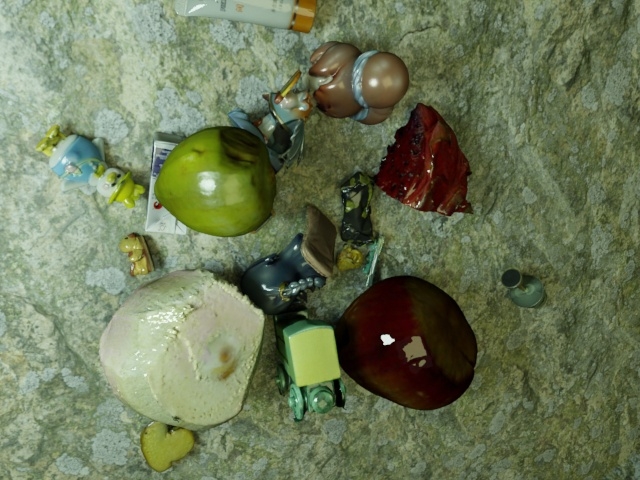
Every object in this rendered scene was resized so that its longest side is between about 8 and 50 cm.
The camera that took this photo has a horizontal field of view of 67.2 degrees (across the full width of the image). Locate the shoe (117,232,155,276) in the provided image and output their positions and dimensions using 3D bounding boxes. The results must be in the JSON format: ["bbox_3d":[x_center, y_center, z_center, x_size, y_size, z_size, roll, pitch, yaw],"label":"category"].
[{"bbox_3d":[-0.471,0.039,1.238,0.069,0.072,0.109,-24,117,-15],"label":"shoe"}]

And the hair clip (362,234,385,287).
[{"bbox_3d":[0.162,0.062,1.492,0.049,0.049,0.172,10,102,-23],"label":"hair clip"}]

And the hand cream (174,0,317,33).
[{"bbox_3d":[-0.167,-0.563,1.108,0.314,0.089,0.139,5,107,-13],"label":"hand cream"}]

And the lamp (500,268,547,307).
[{"bbox_3d":[0.711,0.171,1.682,0.215,0.121,0.121,31,98,-41],"label":"lamp"}]

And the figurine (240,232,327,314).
[{"bbox_3d":[-0.094,0.102,1.352,0.265,0.197,0.175,-38,82,1],"label":"figurine"}]

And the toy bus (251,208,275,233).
[{"bbox_3d":[-0.192,-0.101,1.226,0.091,0.182,0.103,-44,127,1],"label":"toy bus"}]

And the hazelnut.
[{"bbox_3d":[0.259,0.296,1.452,0.429,0.402,0.402,28,99,-29],"label":"hazelnut"}]

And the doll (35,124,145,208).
[{"bbox_3d":[-0.530,-0.164,1.124,0.241,0.135,0.099,36,124,-26],"label":"doll"}]

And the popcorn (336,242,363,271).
[{"bbox_3d":[0.084,0.046,1.453,0.084,0.084,0.084,-7,113,-17],"label":"popcorn"}]

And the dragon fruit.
[{"bbox_3d":[0.366,-0.196,1.359,0.329,0.228,0.286,24,99,-24],"label":"dragon fruit"}]

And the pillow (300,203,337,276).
[{"bbox_3d":[-0.002,-0.001,1.330,0.034,0.211,0.135,-25,124,29],"label":"pillow"}]

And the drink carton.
[{"bbox_3d":[-0.366,-0.137,1.170,0.102,0.134,0.222,6,109,-24],"label":"drink carton"}]

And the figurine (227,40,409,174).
[{"bbox_3d":[-0.001,-0.328,1.172,0.388,0.276,0.248,-40,94,-4],"label":"figurine"}]

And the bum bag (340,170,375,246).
[{"bbox_3d":[0.109,-0.088,1.401,0.107,0.060,0.232,-8,113,-10],"label":"bum bag"}]

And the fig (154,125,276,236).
[{"bbox_3d":[-0.229,-0.119,1.025,0.271,0.239,0.239,-12,117,12],"label":"fig"}]

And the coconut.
[{"bbox_3d":[-0.352,0.271,1.232,0.405,0.404,0.404,-7,113,-17],"label":"coconut"}]

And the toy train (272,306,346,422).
[{"bbox_3d":[-0.045,0.332,1.354,0.160,0.397,0.253,-10,93,-14],"label":"toy train"}]

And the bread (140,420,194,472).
[{"bbox_3d":[-0.471,0.604,1.474,0.149,0.065,0.187,-23,114,-22],"label":"bread"}]
